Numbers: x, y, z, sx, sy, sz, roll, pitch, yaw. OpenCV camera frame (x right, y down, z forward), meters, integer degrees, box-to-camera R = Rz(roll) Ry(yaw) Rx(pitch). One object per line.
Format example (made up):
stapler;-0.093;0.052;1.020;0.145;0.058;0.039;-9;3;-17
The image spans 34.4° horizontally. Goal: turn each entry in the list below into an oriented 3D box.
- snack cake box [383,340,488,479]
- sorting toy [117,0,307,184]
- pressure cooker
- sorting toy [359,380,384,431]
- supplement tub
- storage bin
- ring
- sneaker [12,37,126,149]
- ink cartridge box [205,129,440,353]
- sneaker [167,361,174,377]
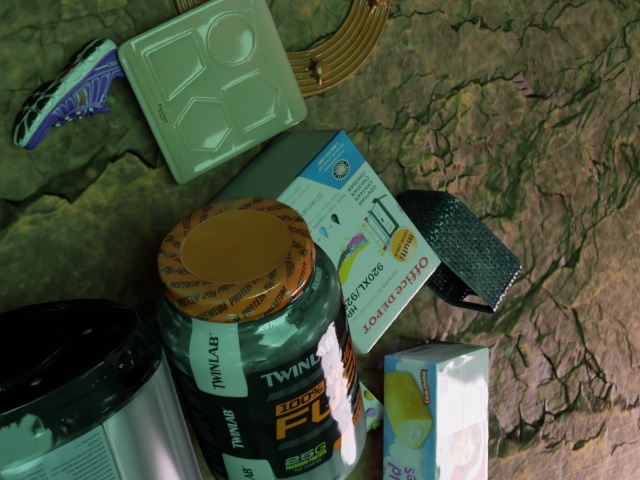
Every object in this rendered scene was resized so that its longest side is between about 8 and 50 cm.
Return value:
snack cake box;0.165;0.285;1.465;0.152;0.089;0.264;-6;97;-54
sorting toy;-0.132;-0.198;1.293;0.208;0.038;0.193;-32;118;-19
pressure cooker;-0.293;0.310;1.049;0.370;0.375;0.420;-13;106;6
sorting toy;0.052;0.248;1.457;0.075;0.045;0.083;-44;115;1
supplement tub;-0.065;0.129;1.171;0.207;0.207;0.338;-35;137;-24
storage bin;0.183;0.015;1.462;0.180;0.122;0.084;41;74;-26
ring;-0.040;-0.357;1.357;0.337;0.032;0.336;-2;94;-30
sneaker;-0.286;-0.163;1.207;0.170;0.068;0.071;-48;121;-19
ink cartridge box;0.000;0.000;1.326;0.171;0.168;0.232;-48;115;-20
sneaker;-0.136;0.125;1.330;0.161;0.057;0.075;-17;86;-27
